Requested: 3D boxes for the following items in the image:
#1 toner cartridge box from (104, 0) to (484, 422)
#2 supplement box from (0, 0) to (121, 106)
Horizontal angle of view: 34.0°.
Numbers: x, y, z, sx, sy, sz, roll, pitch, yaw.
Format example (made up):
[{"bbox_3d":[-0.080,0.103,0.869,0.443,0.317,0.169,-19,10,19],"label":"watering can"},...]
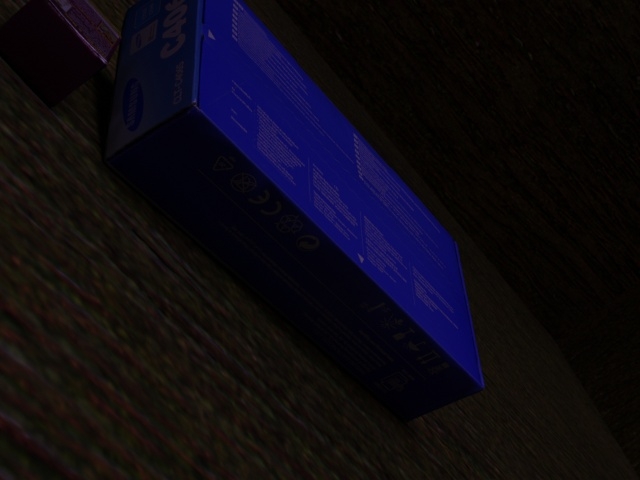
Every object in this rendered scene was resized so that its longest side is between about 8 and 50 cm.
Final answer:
[{"bbox_3d":[-0.005,-0.023,0.762,0.348,0.075,0.165,44,27,-37],"label":"toner cartridge box"},{"bbox_3d":[-0.155,-0.121,0.625,0.055,0.043,0.083,49,10,-18],"label":"supplement box"}]
